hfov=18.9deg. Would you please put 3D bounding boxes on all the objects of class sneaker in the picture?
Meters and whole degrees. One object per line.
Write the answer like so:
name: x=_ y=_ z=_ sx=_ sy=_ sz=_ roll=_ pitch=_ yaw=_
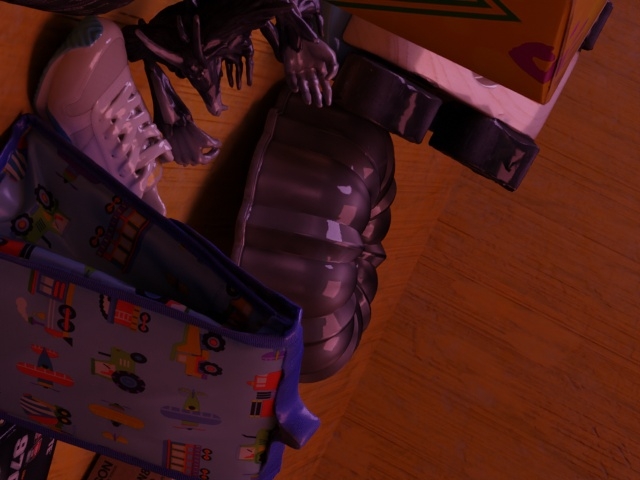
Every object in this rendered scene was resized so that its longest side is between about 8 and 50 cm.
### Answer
sneaker: x=-0.159 y=-0.086 z=1.461 sx=0.087 sy=0.092 sz=0.229 roll=-54 pitch=164 yaw=-28

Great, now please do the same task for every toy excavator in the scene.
toy excavator: x=0.125 y=-0.222 z=2.116 sx=0.433 sy=0.445 sz=0.222 roll=24 pitch=96 yaw=-37

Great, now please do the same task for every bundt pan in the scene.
bundt pan: x=0.000 y=0.000 z=2.037 sx=0.331 sy=0.124 sz=0.331 roll=11 pitch=90 yaw=-81

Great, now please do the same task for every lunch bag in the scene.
lunch bag: x=-0.135 y=0.078 z=1.425 sx=0.138 sy=0.293 sz=0.221 roll=-54 pitch=165 yaw=-36

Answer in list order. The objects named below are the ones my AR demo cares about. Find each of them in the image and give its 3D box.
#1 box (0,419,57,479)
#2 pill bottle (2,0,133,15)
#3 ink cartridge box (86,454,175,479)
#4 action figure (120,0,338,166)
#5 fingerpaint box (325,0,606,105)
box: x=-0.295 y=0.224 z=1.649 sx=0.175 sy=0.051 sz=0.220 roll=-44 pitch=157 yaw=-56
pill bottle: x=-0.173 y=-0.198 z=1.070 sx=0.130 sy=0.130 sz=0.245 roll=-65 pitch=168 yaw=8
ink cartridge box: x=-0.173 y=0.240 z=2.103 sx=0.235 sy=0.088 sz=0.193 roll=-61 pitch=169 yaw=-13
action figure: x=-0.068 y=-0.147 z=1.557 sx=0.276 sy=0.164 sz=0.141 roll=-46 pitch=115 yaw=-71
fingerpaint box: x=0.094 y=-0.365 z=1.261 sx=0.445 sy=0.371 sz=0.163 roll=-56 pitch=166 yaw=-26
